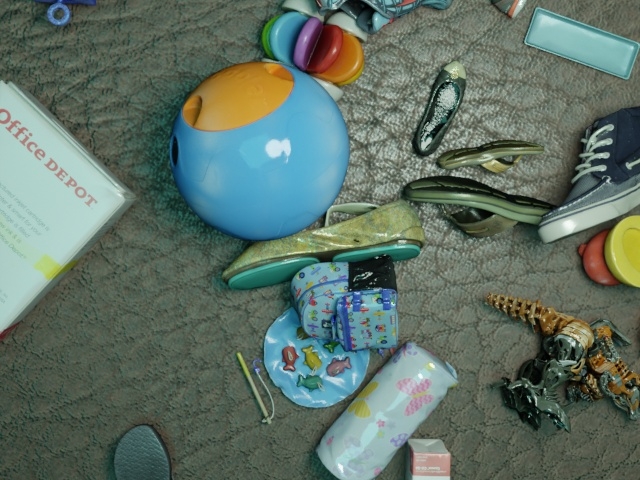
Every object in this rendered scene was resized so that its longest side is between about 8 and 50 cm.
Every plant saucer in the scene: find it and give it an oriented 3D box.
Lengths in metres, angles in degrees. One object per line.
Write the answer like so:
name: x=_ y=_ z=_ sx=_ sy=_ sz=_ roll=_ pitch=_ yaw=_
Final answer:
plant saucer: x=0.449 y=-0.338 z=1.932 sx=0.192 sy=0.018 sz=0.067 roll=19 pitch=92 yaw=-1

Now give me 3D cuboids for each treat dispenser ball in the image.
treat dispenser ball: x=-0.097 y=-0.142 z=1.796 sx=0.288 sy=0.288 sz=0.288 roll=0 pitch=92 yaw=-1

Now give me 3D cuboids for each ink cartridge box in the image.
ink cartridge box: x=-0.534 y=-0.029 z=1.856 sx=0.279 sy=0.160 sz=0.385 roll=44 pitch=91 yaw=-3
ink cartridge box: x=0.178 y=0.447 z=1.910 sx=0.067 sy=0.115 sz=0.198 roll=1 pitch=92 yaw=-2

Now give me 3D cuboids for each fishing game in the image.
fishing game: x=-0.005 y=0.195 z=1.935 sx=0.264 sy=0.041 sz=0.189 roll=-20 pitch=92 yaw=-3

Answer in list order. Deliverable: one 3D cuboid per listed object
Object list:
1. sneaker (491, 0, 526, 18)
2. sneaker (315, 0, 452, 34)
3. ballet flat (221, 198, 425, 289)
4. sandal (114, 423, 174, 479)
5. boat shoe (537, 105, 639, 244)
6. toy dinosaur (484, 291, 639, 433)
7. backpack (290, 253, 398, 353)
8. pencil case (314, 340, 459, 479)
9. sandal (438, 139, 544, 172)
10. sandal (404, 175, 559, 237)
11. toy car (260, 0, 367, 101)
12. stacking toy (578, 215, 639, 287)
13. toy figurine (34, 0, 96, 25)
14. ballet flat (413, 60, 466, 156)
sneaker: x=0.341 y=-0.460 z=1.906 sx=0.064 sy=0.061 sz=0.158 roll=28 pitch=91 yaw=4
sneaker: x=0.099 y=-0.395 z=1.854 sx=0.261 sy=0.104 sz=0.125 roll=5 pitch=82 yaw=-22
ballet flat: x=0.000 y=0.000 z=1.901 sx=0.348 sy=0.123 sz=0.123 roll=-11 pitch=92 yaw=0
sandal: x=-0.289 y=0.435 z=1.940 sx=0.097 sy=0.054 sz=0.255 roll=-12 pitch=102 yaw=7
boat shoe: x=0.453 y=-0.113 z=1.841 sx=0.340 sy=0.127 sz=0.158 roll=-23 pitch=87 yaw=-38
toy dinosaur: x=0.411 y=0.207 z=1.914 sx=0.322 sy=0.164 sz=0.218 roll=34 pitch=76 yaw=16
backpack: x=0.038 y=0.108 z=1.852 sx=0.173 sy=0.117 sz=0.158 roll=-2 pitch=137 yaw=-2
pencil case: x=0.114 y=0.301 z=1.906 sx=0.124 sy=0.113 sz=0.273 roll=38 pitch=92 yaw=-21
sandal: x=0.291 y=-0.137 z=1.915 sx=0.180 sy=0.072 sz=0.049 roll=-11 pitch=108 yaw=1
sandal: x=0.286 y=-0.042 z=1.897 sx=0.302 sy=0.120 sz=0.086 roll=15 pitch=106 yaw=-2
toy car: x=-0.012 y=-0.320 z=1.865 sx=0.181 sy=0.136 sz=0.159 roll=22 pitch=92 yaw=-2
stacking toy: x=0.612 y=0.060 z=1.933 sx=0.279 sy=0.130 sz=0.309 roll=-39 pitch=96 yaw=-25
toy figurine: x=-0.458 y=-0.463 z=1.834 sx=0.362 sy=0.191 sz=0.217 roll=3 pitch=97 yaw=0
ballet flat: x=0.208 y=-0.223 z=1.916 sx=0.057 sy=0.049 sz=0.173 roll=21 pitch=92 yaw=-3
